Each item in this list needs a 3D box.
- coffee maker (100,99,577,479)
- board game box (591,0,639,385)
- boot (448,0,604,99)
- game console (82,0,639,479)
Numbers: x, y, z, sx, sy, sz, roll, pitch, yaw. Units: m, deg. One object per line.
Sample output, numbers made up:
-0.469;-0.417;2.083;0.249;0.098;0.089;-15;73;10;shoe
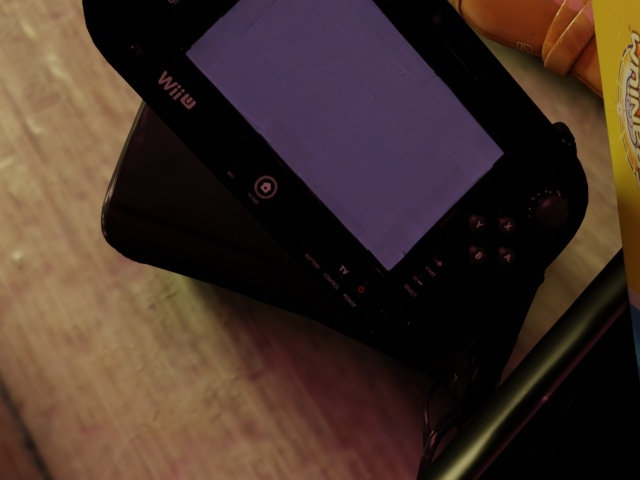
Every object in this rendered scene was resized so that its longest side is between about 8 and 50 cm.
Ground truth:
0.000;0.000;0.711;0.178;0.120;0.171;20;64;17;coffee maker
0.229;-0.030;0.595;0.242;0.064;0.316;-8;93;-7;board game box
0.154;-0.164;0.822;0.152;0.073;0.197;40;83;26;boot
0.051;0.017;0.611;0.213;0.044;0.361;-47;107;-14;game console
